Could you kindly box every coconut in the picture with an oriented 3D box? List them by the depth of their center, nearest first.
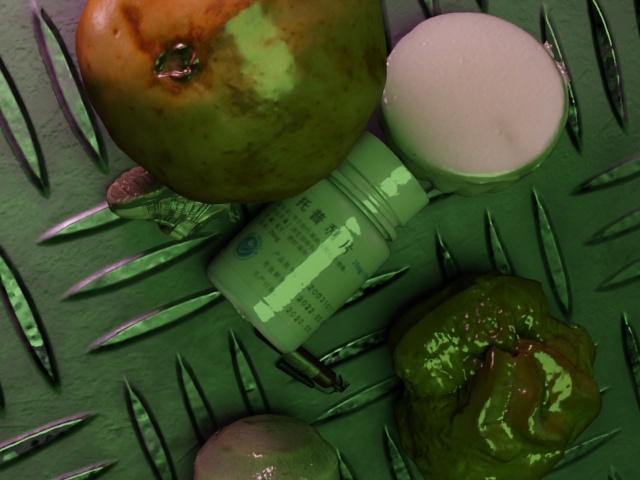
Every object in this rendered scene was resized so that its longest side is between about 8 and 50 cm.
[{"bbox_3d":[-0.073,0.369,1.742,0.224,0.224,0.234,3,105,-20],"label":"coconut"}]

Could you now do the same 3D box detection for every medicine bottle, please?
[{"bbox_3d":[0.000,0.000,1.694,0.293,0.170,0.170,-43,113,-4],"label":"medicine bottle"}]

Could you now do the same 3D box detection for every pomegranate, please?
[{"bbox_3d":[-0.089,-0.228,1.521,0.410,0.410,0.410,-5,105,-18],"label":"pomegranate"}]

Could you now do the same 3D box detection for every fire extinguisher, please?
[{"bbox_3d":[-0.029,0.178,1.804,0.173,0.035,0.049,39,85,-20],"label":"fire extinguisher"}]

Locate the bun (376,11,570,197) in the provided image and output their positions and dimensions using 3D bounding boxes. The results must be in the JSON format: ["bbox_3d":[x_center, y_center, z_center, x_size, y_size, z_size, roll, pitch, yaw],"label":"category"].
[{"bbox_3d":[0.199,-0.165,1.736,0.263,0.175,0.263,2,68,-4],"label":"bun"}]

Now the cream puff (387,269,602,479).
[{"bbox_3d":[0.237,0.199,1.777,0.323,0.274,0.270,-41,122,-9],"label":"cream puff"}]

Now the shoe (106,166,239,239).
[{"bbox_3d":[-0.190,-0.052,1.666,0.180,0.089,0.092,-15,120,-13],"label":"shoe"}]
